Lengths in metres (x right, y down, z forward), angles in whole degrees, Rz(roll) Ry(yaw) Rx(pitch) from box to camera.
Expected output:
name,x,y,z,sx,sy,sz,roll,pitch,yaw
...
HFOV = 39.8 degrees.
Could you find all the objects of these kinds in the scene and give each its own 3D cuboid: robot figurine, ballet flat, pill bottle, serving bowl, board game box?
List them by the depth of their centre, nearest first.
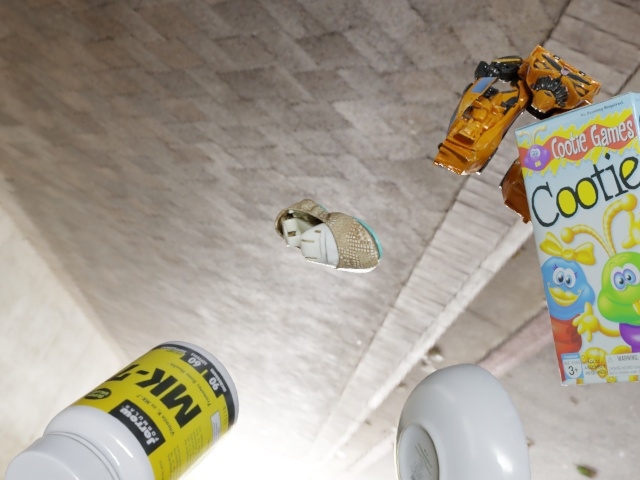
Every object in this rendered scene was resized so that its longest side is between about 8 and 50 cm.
name,x,y,z,sx,sy,sz,roll,pitch,yaw
serving bowl,0.053,0.095,0.376,0.027,0.083,0.083,1,171,-23
pill bottle,-0.173,0.183,0.800,0.119,0.208,0.119,9,112,24
board game box,0.323,0.000,0.925,0.144,0.275,0.142,-5,174,-42
ballet flat,0.000,0.000,1.020,0.206,0.067,0.073,-156,52,-66
robot figurine,0.275,-0.154,1.154,0.211,0.291,0.085,34,140,8
